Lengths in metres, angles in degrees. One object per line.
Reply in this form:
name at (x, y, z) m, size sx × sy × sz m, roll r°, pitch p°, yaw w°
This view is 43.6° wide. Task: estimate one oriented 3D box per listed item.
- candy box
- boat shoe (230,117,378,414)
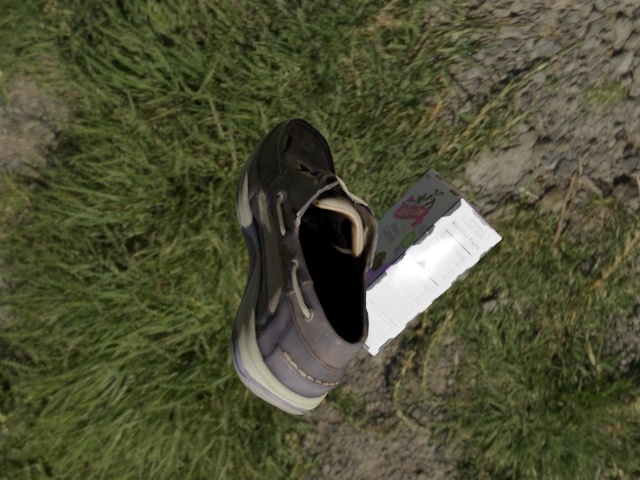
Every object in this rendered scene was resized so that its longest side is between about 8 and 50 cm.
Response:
candy box at (0.101, 0.019, 0.952) m, size 0.070 × 0.165 × 0.196 m, roll 43°, pitch 99°, yaw -14°
boat shoe at (0.000, 0.000, 0.808) m, size 0.132 × 0.355 × 0.130 m, roll 30°, pitch 131°, yaw -34°
